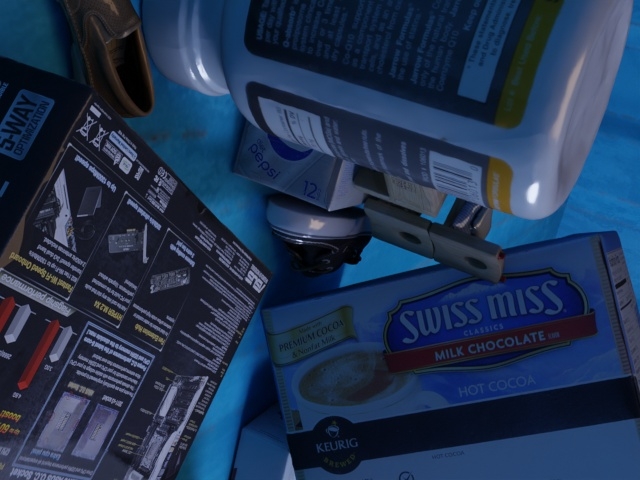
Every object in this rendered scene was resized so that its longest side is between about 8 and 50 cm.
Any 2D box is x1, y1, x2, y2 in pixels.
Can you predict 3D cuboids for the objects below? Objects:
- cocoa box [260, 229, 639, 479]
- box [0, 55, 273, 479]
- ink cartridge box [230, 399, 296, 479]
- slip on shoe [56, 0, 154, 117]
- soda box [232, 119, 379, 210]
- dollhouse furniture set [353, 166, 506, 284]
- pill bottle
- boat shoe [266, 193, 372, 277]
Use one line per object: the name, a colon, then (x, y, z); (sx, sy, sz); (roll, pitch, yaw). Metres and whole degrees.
cocoa box: (0.154, 0.134, 0.927); (0.231, 0.347, 0.227); (-4, 80, -68)
box: (-0.153, 0.069, 0.562); (0.242, 0.077, 0.307); (-65, 159, -12)
ink cartridge box: (-0.037, 0.242, 1.026); (0.150, 0.063, 0.109); (-26, 133, -62)
slip on shoe: (-0.121, -0.128, 0.508); (0.051, 0.041, 0.135); (-48, 150, -45)
soda box: (0.034, -0.096, 0.844); (0.286, 0.098, 0.091); (-15, 124, -65)
dollhouse furniture set: (0.115, -0.070, 0.744); (0.129, 0.129, 0.183); (-62, 159, -17)
pill bottle: (0.038, -0.127, 0.569); (0.162, 0.278, 0.162); (-51, 153, -39)
boat shoe: (0.000, 0.000, 0.890); (0.228, 0.080, 0.076); (-7, 115, -75)
